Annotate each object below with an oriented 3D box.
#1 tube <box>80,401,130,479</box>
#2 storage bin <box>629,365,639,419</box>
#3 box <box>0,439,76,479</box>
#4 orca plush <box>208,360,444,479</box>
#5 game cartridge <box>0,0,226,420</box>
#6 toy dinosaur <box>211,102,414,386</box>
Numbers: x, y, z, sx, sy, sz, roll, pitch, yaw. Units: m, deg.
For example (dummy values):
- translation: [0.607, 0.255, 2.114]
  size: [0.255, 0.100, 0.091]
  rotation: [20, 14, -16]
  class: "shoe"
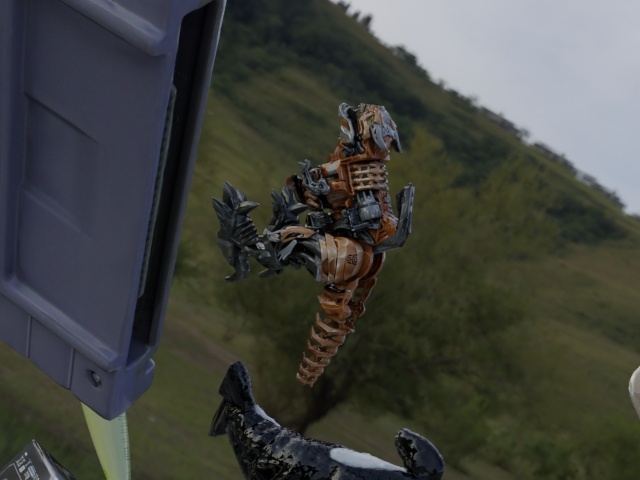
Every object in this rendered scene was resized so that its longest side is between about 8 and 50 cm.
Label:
- translation: [-0.274, 0.231, 1.364]
  size: [0.062, 0.240, 0.070]
  rotation: [-19, -8, 32]
  class: "tube"
- translation: [0.259, 0.115, 0.346]
  size: [0.260, 0.123, 0.262]
  rotation: [68, -19, 6]
  class: "storage bin"
- translation: [-0.245, 0.261, 0.792]
  size: [0.056, 0.183, 0.231]
  rotation: [51, -14, -21]
  class: "box"
- translation: [0.016, 0.205, 0.872]
  size: [0.287, 0.151, 0.102]
  rotation: [46, 6, 17]
  class: "orca plush"
- translation: [-0.175, -0.074, 0.604]
  size: [0.230, 0.068, 0.355]
  rotation: [30, -46, 14]
  class: "game cartridge"
- translation: [0.000, 0.000, 1.251]
  size: [0.218, 0.322, 0.164]
  rotation: [11, -16, 30]
  class: "toy dinosaur"
